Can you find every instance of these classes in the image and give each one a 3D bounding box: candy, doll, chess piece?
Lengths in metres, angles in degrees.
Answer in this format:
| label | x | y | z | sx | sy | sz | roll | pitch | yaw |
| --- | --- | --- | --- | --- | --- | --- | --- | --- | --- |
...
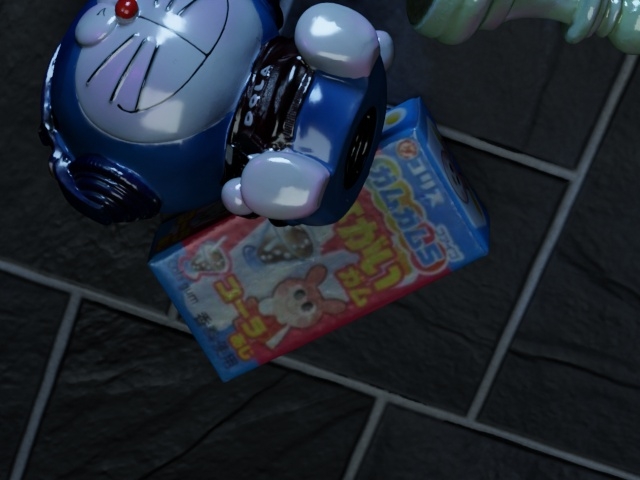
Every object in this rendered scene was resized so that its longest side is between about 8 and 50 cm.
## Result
| label | x | y | z | sx | sy | sz | roll | pitch | yaw |
| --- | --- | --- | --- | --- | --- | --- | --- | --- | --- |
| candy | 0.000 | 0.000 | 1.911 | 0.306 | 0.100 | 0.157 | -26 | 109 | 13 |
| doll | -0.103 | -0.129 | 1.767 | 0.310 | 0.284 | 0.240 | 18 | 158 | 16 |
| chess piece | 0.224 | -0.223 | 1.796 | 0.272 | 0.139 | 0.139 | 13 | 115 | -15 |
